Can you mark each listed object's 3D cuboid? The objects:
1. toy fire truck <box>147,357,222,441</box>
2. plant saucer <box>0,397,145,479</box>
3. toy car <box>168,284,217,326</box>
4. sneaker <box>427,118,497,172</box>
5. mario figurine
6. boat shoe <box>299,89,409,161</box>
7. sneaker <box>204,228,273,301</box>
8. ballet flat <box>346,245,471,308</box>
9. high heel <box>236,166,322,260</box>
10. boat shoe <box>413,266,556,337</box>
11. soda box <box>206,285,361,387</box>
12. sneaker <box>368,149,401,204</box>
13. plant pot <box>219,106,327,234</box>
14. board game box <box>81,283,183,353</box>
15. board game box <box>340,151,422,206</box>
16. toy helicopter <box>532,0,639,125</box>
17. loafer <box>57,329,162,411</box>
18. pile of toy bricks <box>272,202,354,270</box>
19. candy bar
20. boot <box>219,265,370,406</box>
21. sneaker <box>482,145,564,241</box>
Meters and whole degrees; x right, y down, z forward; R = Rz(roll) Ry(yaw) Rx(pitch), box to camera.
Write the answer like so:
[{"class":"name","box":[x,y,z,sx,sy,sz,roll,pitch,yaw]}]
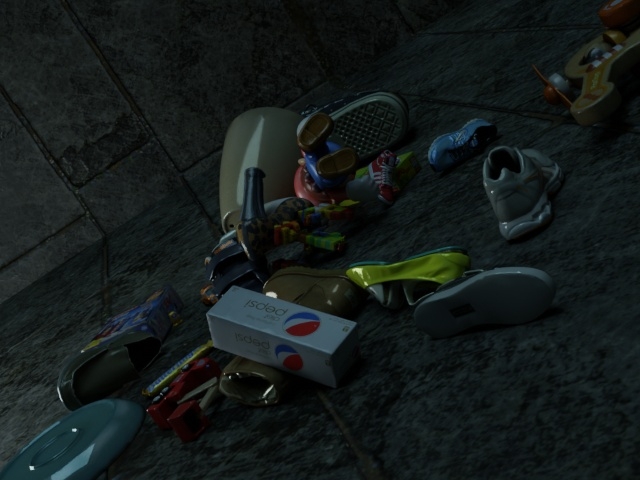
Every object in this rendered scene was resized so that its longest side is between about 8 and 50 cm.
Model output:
[{"class":"toy fire truck","box":[-0.202,0.248,1.648,0.135,0.047,0.192,-20,19,38]},{"class":"plant saucer","box":[-0.444,0.367,1.772,0.318,0.043,0.317,-29,16,9]},{"class":"toy car","box":[-0.260,0.132,2.144,0.122,0.040,0.060,-35,15,-10]},{"class":"sneaker","box":[0.280,-0.190,2.041,0.162,0.063,0.073,-37,19,-16]},{"class":"mario figurine","box":[0.032,-0.167,2.069,0.170,0.198,0.320,1,-9,-1]},{"class":"boat shoe","box":[0.002,-0.243,2.560,0.500,0.186,0.156,-19,14,25]},{"class":"sneaker","box":[-0.156,0.071,1.974,0.126,0.127,0.321,-31,16,2]},{"class":"ballet flat","box":[0.124,0.062,1.537,0.231,0.077,0.077,-11,70,44]},{"class":"high heel","box":[-0.075,-0.004,2.012,0.093,0.261,0.186,-16,57,29]},{"class":"boat shoe","box":[0.214,0.066,1.333,0.219,0.077,0.070,-19,21,46]},{"class":"soda box","box":[-0.053,0.136,1.482,0.216,0.069,0.074,14,42,29]},{"class":"sneaker","box":[0.134,-0.130,2.074,0.067,0.042,0.118,-48,41,32]},{"class":"plant pot","box":[-0.125,-0.118,2.349,0.256,0.256,0.274,-23,34,32]},{"class":"board game box","box":[-0.382,0.178,2.212,0.194,0.060,0.194,-24,16,29]},{"class":"board game box","box":[0.119,-0.128,2.203,0.181,0.043,0.092,-16,22,47]},{"class":"toy helicopter","box":[0.478,-0.288,1.819,0.235,0.140,0.355,-26,19,31]},{"class":"loafer","box":[-0.395,0.237,1.969,0.087,0.094,0.251,-14,17,38]},{"class":"pile of toy bricks","box":[0.000,0.000,1.970,0.105,0.118,0.212,10,19,28]},{"class":"candy bar","box":[-0.255,0.231,1.866,0.161,0.018,0.040,-38,16,-22]},{"class":"boot","box":[-0.074,0.146,1.632,0.236,0.089,0.269,-13,25,46]},{"class":"sneaker","box":[0.307,-0.107,1.607,0.099,0.121,0.262,-25,16,22]}]
